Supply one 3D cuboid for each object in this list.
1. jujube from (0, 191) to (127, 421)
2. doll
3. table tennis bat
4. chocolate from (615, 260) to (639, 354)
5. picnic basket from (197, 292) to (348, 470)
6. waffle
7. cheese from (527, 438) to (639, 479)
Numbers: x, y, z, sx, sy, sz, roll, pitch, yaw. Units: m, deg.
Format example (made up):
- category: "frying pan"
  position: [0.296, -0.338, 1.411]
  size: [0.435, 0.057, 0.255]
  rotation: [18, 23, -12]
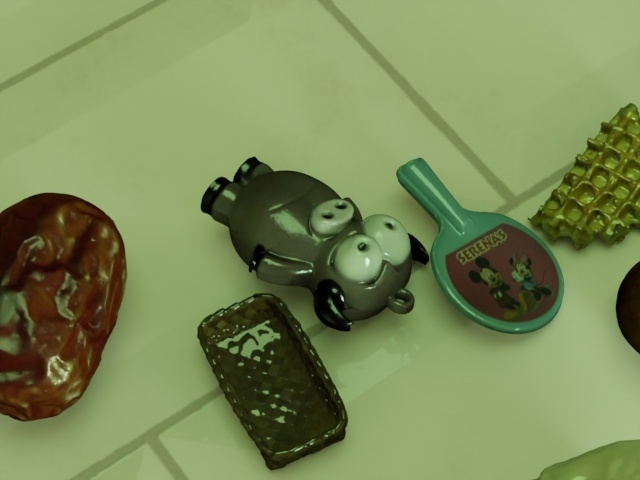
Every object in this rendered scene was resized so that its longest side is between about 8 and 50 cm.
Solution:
- category: "jujube"
  position: [-0.301, 0.069, 1.783]
  size: [0.174, 0.174, 0.250]
  rotation: [15, 62, 11]
- category: "doll"
  position: [-0.002, 0.001, 1.845]
  size: [0.257, 0.117, 0.182]
  rotation: [30, 44, 23]
- category: "table tennis bat"
  position: [0.170, 0.004, 1.865]
  size: [0.153, 0.040, 0.244]
  rotation: [-25, 67, -34]
- category: "chocolate"
  position: [0.396, 0.066, 1.774]
  size: [0.177, 0.177, 0.177]
  rotation: [-1, 58, 1]
- category: "picnic basket"
  position: [-0.051, 0.151, 1.790]
  size: [0.110, 0.055, 0.193]
  rotation: [-24, 61, -12]
- category: "waffle"
  position: [0.320, -0.070, 1.924]
  size: [0.192, 0.046, 0.160]
  rotation: [-19, 62, -10]
- category: "cheese"
  position: [0.292, 0.346, 1.572]
  size: [0.318, 0.115, 0.326]
  rotation: [-32, 58, -2]
